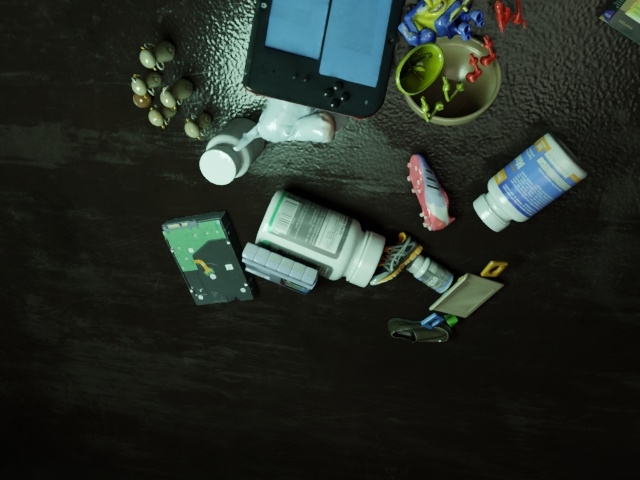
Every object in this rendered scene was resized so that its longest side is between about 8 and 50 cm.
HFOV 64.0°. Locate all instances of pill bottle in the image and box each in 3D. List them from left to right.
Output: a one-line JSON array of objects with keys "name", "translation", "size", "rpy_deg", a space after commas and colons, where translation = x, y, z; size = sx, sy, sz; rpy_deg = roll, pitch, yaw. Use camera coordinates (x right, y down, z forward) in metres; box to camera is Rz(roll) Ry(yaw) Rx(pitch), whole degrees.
[{"name": "pill bottle", "translation": [-0.251, -0.252, 1.457], "size": [0.131, 0.229, 0.131], "rpy_deg": [6, 123, 10]}, {"name": "pill bottle", "translation": [0.000, 0.000, 1.572], "size": [0.361, 0.204, 0.204], "rpy_deg": [23, 124, -1]}, {"name": "pill bottle", "translation": [0.347, 0.101, 1.632], "size": [0.137, 0.078, 0.078], "rpy_deg": [32, 123, -8]}, {"name": "pill bottle", "translation": [0.555, -0.147, 1.384], "size": [0.152, 0.152, 0.272], "rpy_deg": [40, 121, -13]}]

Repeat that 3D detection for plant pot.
[{"name": "plant pot", "translation": [0.322, -0.385, 1.285], "size": [0.238, 0.110, 0.237], "rpy_deg": [-1, 77, 5]}]

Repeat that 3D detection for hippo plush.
[{"name": "hippo plush", "translation": [-0.079, -0.390, 1.339], "size": [0.294, 0.234, 0.236], "rpy_deg": [-3, 116, 6]}]

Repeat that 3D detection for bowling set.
[{"name": "bowling set", "translation": [-0.463, -0.398, 1.460], "size": [0.200, 0.154, 0.287], "rpy_deg": [-18, 115, 22]}]

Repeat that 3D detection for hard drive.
[{"name": "hard drive", "translation": [-0.384, 0.068, 1.788], "size": [0.237, 0.064, 0.338], "rpy_deg": [-9, 120, 18]}]

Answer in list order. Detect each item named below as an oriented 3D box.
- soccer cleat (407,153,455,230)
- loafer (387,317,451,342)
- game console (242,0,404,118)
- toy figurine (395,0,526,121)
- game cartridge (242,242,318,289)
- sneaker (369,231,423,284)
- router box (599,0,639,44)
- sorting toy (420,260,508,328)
[{"name": "soccer cleat", "translation": [0.324, -0.145, 1.495], "size": [0.095, 0.083, 0.248], "rpy_deg": [-23, 112, -8]}, {"name": "loafer", "translation": [0.341, 0.325, 1.772], "size": [0.220, 0.078, 0.080], "rpy_deg": [2, 122, 12]}, {"name": "game console", "translation": [0.016, -0.500, 1.193], "size": [0.342, 0.060, 0.386], "rpy_deg": [9, 94, -20]}, {"name": "toy figurine", "translation": [0.278, -0.487, 1.216], "size": [0.362, 0.217, 0.191], "rpy_deg": [-46, 136, 2]}, {"name": "game cartridge", "translation": [-0.129, 0.100, 1.618], "size": [0.230, 0.068, 0.355], "rpy_deg": [26, 169, 0]}, {"name": "sneaker", "translation": [0.220, 0.059, 1.585], "size": [0.083, 0.215, 0.084], "rpy_deg": [51, 155, -5]}, {"name": "router box", "translation": [0.836, -0.517, 1.129], "size": [0.309, 0.081, 0.243], "rpy_deg": [29, 124, -5]}, {"name": "sorting toy", "translation": [0.463, 0.168, 1.636], "size": [0.196, 0.047, 0.347], "rpy_deg": [14, 130, -34]}]
